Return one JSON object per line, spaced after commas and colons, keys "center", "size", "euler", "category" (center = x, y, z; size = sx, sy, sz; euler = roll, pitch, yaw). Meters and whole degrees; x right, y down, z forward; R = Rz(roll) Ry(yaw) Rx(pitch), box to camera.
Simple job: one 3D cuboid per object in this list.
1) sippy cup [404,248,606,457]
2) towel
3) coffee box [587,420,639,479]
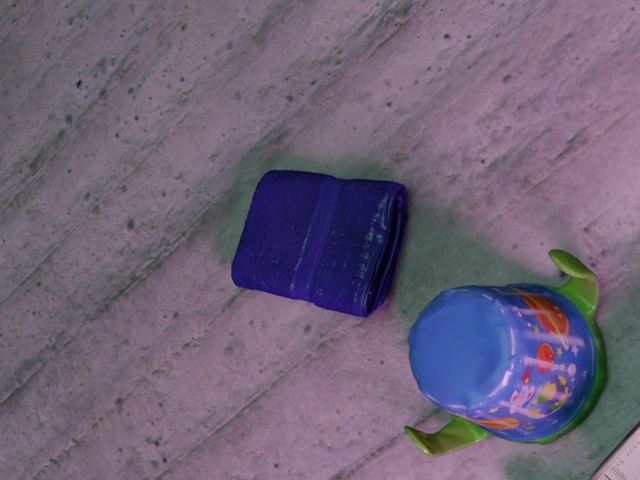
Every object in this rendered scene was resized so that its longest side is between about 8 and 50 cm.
{"center": [0.242, 0.159, 1.403], "size": [0.240, 0.224, 0.306], "euler": [3, 81, 38], "category": "sippy cup"}
{"center": [0.000, 0.000, 1.727], "size": [0.308, 0.076, 0.228], "euler": [10, 78, 39], "category": "towel"}
{"center": [0.451, 0.235, 1.254], "size": [0.098, 0.141, 0.246], "euler": [43, 104, 20], "category": "coffee box"}
